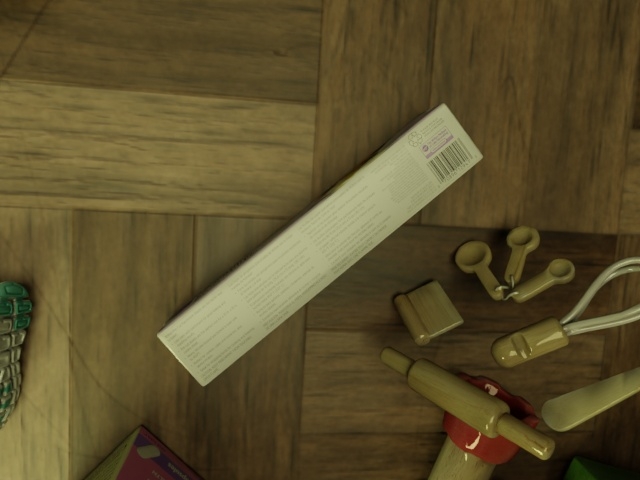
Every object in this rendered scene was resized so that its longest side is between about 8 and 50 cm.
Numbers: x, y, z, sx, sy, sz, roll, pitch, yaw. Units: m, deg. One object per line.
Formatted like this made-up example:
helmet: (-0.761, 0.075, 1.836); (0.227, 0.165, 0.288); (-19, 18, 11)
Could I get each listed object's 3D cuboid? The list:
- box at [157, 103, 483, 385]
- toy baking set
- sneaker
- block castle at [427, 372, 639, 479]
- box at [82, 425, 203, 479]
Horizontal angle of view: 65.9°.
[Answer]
box: (0.000, 0.000, 0.456); (0.324, 0.063, 0.067); (-40, 98, -2)
toy baking set: (0.171, 0.072, 0.410); (0.197, 0.256, 0.030); (-49, 130, -11)
sneaker: (-0.313, 0.110, 0.437); (0.076, 0.065, 0.166); (14, 91, 7)
block castle: (0.339, 0.278, 0.417); (0.453, 0.303, 0.212); (19, 100, -9)
box: (-0.130, 0.306, 0.383); (0.117, 0.243, 0.213); (-43, 99, -1)
